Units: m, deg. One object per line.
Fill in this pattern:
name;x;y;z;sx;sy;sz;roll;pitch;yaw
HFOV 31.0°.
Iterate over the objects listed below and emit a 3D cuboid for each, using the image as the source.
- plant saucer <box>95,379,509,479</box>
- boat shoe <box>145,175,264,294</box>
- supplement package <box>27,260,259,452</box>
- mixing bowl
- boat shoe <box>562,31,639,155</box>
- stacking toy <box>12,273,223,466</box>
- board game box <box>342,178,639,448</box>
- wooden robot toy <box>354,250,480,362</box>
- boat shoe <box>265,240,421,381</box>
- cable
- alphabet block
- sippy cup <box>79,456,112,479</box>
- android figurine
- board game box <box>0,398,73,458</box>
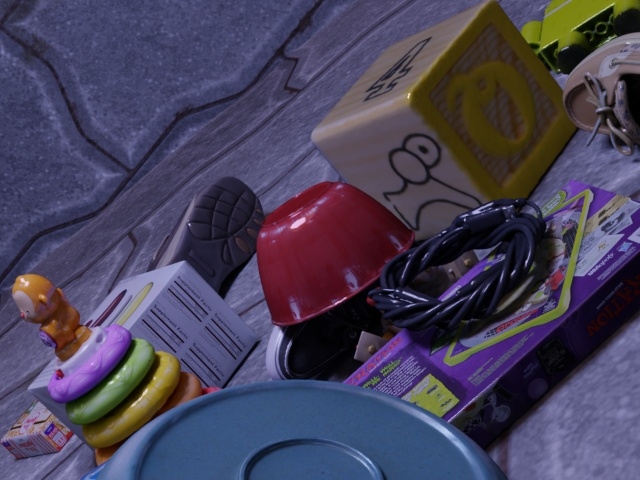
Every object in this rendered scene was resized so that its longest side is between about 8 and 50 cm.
plant saucer;-0.007;0.181;0.803;0.318;0.043;0.317;3;25;-1
boat shoe;-0.205;0.028;1.789;0.130;0.132;0.355;-27;21;38
supplement package;-0.229;0.158;1.486;0.194;0.149;0.203;-17;30;53
mixing bowl;0.000;0.000;1.230;0.181;0.098;0.181;-30;13;8
boat shoe;0.330;-0.142;1.118;0.089;0.104;0.285;-45;18;-24
stacking toy;-0.219;0.151;1.224;0.166;0.302;0.175;-48;19;-23
board game box;0.154;0.086;1.033;0.347;0.056;0.208;-41;21;-2
wooden robot toy;0.085;0.067;1.192;0.173;0.076;0.079;-46;7;-19
boat shoe;0.034;0.075;1.272;0.228;0.080;0.076;-41;14;-27
cable;0.125;0.033;1.078;0.184;0.047;0.150;-23;29;27
alphabet block;0.145;-0.131;1.344;0.197;0.192;0.193;-13;34;55
sippy cup;-0.111;0.252;0.922;0.224;0.305;0.240;-43;-27;-44
android figurine;0.375;-0.317;1.542;0.248;0.056;0.273;-31;22;30
board game box;-0.395;0.247;1.792;0.147;0.045;0.193;-19;27;50
